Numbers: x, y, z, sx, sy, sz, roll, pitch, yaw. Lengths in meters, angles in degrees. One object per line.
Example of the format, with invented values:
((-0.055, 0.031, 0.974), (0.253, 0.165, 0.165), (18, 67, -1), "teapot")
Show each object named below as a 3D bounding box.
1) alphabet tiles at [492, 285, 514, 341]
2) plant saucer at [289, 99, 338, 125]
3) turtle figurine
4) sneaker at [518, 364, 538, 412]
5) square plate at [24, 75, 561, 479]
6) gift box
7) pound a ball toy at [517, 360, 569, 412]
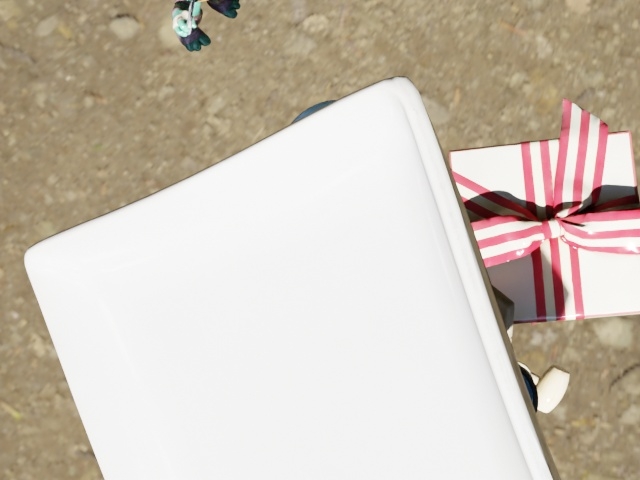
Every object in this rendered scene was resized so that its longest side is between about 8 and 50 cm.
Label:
((0.072, 0.065, 0.917), (0.198, 0.009, 0.237), (40, 153, 33), "alphabet tiles")
((0.026, -0.107, 1.721), (0.195, 0.037, 0.194), (-1, 87, 25), "plant saucer")
((-0.155, -0.362, 1.690), (0.118, 0.175, 0.234), (58, 166, 5), "turtle figurine")
((0.117, 0.264, 1.390), (0.341, 0.140, 0.125), (-35, 80, 9), "sneaker")
((-0.006, 0.121, 0.650), (0.347, 0.049, 0.344), (-19, 93, 45), "square plate")
((0.275, -0.024, 1.512), (0.255, 0.258, 0.276), (-11, 85, 7), "gift box")
((0.207, 0.226, 1.855), (0.319, 0.208, 0.135), (18, 98, 21), "pound a ball toy")
